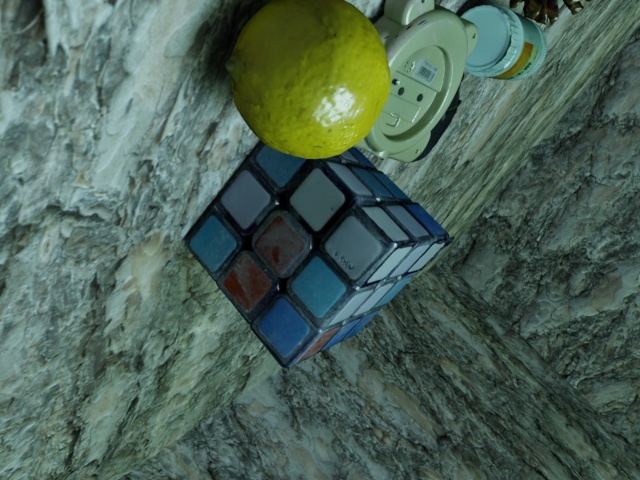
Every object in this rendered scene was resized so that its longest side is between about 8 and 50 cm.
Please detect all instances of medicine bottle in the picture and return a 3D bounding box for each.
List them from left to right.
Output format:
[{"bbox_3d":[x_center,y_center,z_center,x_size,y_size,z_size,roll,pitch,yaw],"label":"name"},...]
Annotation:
[{"bbox_3d":[0.426,-0.464,1.383,0.318,0.158,0.158,-18,150,-56],"label":"medicine bottle"}]

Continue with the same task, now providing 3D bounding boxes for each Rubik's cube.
[{"bbox_3d":[0.000,0.000,1.229,0.363,0.359,0.362,-48,164,22],"label":"Rubik's cube"}]

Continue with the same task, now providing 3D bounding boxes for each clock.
[{"bbox_3d":[0.158,-0.314,1.134,0.284,0.114,0.309,9,117,-45],"label":"clock"}]

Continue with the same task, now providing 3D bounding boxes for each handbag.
[{"bbox_3d":[0.284,-0.342,1.451,0.211,0.088,0.254,-47,151,-17],"label":"handbag"}]

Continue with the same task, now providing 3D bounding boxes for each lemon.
[{"bbox_3d":[-0.013,-0.234,0.847,0.228,0.228,0.253,-47,168,11],"label":"lemon"}]

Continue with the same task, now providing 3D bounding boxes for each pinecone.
[{"bbox_3d":[0.494,-0.570,1.230,0.202,0.201,0.229,-5,-135,43],"label":"pinecone"}]
